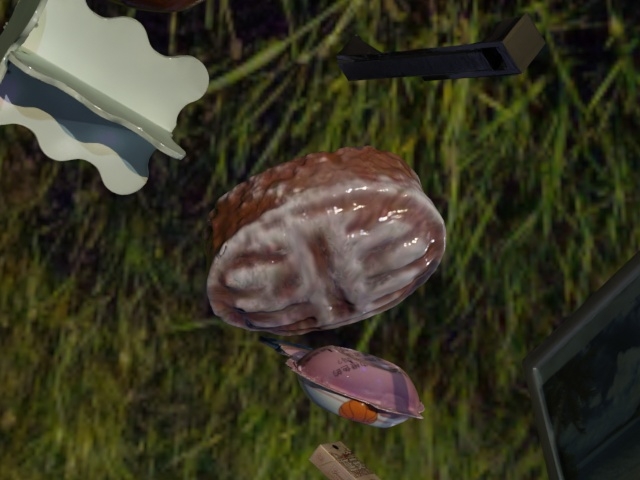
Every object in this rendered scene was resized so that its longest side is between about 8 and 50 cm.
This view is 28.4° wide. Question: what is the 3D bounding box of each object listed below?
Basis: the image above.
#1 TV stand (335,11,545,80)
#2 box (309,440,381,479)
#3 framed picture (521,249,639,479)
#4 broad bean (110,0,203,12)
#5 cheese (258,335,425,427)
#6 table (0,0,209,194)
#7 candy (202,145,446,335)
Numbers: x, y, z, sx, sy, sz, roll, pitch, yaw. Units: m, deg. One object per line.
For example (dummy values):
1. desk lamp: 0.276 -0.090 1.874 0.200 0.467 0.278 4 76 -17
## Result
1. TV stand: 0.114 -0.193 1.286 0.256 0.049 0.040 6 140 53
2. box: 0.033 0.249 1.341 0.024 0.083 0.053 -52 159 13
3. framed picture: 0.290 0.126 1.121 0.024 0.232 0.315 11 139 -23
4. broad bean: -0.163 -0.284 1.266 0.165 0.084 0.114 5 128 11
5. cheese: 0.024 0.170 1.601 0.189 0.074 0.286 18 -177 -37
6. table: -0.227 -0.150 1.266 0.198 0.166 0.166 30 147 -25
7. candy: 0.000 0.000 1.509 0.289 0.157 0.214 -18 132 2
